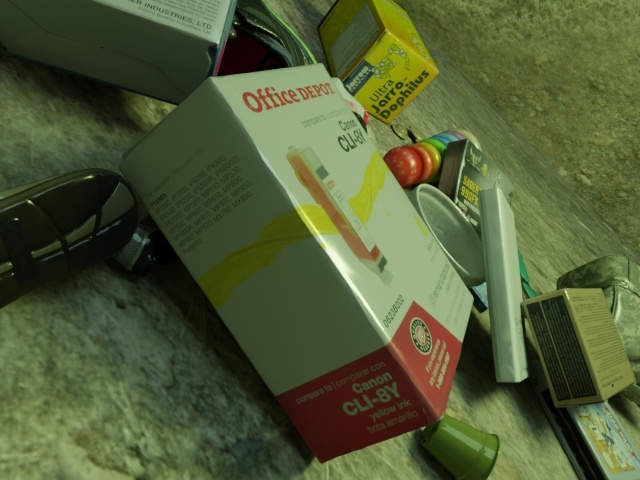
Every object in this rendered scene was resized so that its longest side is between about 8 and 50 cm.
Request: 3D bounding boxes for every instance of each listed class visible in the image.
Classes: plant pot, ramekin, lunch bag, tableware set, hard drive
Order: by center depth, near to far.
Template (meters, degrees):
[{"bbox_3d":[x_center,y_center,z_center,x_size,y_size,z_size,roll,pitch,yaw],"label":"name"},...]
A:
[{"bbox_3d":[0.177,0.267,0.677,0.079,0.083,0.083,35,32,3],"label":"plant pot"},{"bbox_3d":[0.324,0.083,0.908,0.203,0.040,0.308,22,63,-62],"label":"hard drive"},{"bbox_3d":[0.203,0.010,0.944,0.207,0.109,0.207,34,35,-28],"label":"ramekin"},{"bbox_3d":[0.696,0.220,1.201,0.305,0.212,0.256,35,50,-13],"label":"lunch bag"},{"bbox_3d":[0.260,-0.262,1.412,0.141,0.020,0.169,9,49,-44],"label":"tableware set"}]

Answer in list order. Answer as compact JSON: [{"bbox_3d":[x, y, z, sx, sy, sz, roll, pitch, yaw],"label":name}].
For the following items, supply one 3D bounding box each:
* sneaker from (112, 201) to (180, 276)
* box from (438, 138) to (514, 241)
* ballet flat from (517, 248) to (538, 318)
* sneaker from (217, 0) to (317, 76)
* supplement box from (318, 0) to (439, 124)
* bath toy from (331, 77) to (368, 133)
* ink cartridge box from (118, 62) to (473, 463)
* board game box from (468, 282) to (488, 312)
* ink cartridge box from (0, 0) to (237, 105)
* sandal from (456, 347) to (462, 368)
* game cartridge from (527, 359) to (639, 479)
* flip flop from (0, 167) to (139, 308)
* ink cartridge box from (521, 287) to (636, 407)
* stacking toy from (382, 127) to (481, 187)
[{"bbox_3d":[-0.174,-0.013,0.592,0.075,0.063,0.170,48,34,-2],"label":"sneaker"},{"bbox_3d":[0.363,-0.098,1.205,0.231,0.056,0.183,29,69,-38],"label":"box"},{"bbox_3d":[0.431,0.108,1.139,0.076,0.079,0.222,34,33,-31],"label":"ballet flat"},{"bbox_3d":[-0.189,-0.377,0.857,0.482,0.185,0.202,38,24,-11],"label":"sneaker"},{"bbox_3d":[0.144,-0.523,1.404,0.195,0.194,0.357,23,39,-32],"label":"supplement box"},{"bbox_3d":[0.042,-0.191,0.970,0.128,0.152,0.348,20,31,-15],"label":"bath toy"},{"bbox_3d":[0.000,0.000,0.612,0.385,0.160,0.279,56,30,-4],"label":"ink cartridge box"},{"bbox_3d":[0.328,0.099,1.086,0.090,0.020,0.090,54,31,13],"label":"board game box"},{"bbox_3d":[-0.233,-0.402,0.692,0.269,0.151,0.396,15,66,-16],"label":"ink cartridge box"},{"bbox_3d":[0.151,0.104,0.815,0.054,0.097,0.255,48,19,-54],"label":"sandal"},{"bbox_3d":[0.515,0.368,0.973,0.198,0.062,0.298,12,45,-37],"label":"game cartridge"},{"bbox_3d":[-0.284,-0.002,0.424,0.080,0.113,0.277,17,30,33],"label":"flip flop"},{"bbox_3d":[0.481,0.190,0.959,0.234,0.088,0.194,7,66,-48],"label":"ink cartridge box"},{"bbox_3d":[0.255,-0.182,1.224,0.330,0.141,0.141,-21,70,-48],"label":"stacking toy"}]
